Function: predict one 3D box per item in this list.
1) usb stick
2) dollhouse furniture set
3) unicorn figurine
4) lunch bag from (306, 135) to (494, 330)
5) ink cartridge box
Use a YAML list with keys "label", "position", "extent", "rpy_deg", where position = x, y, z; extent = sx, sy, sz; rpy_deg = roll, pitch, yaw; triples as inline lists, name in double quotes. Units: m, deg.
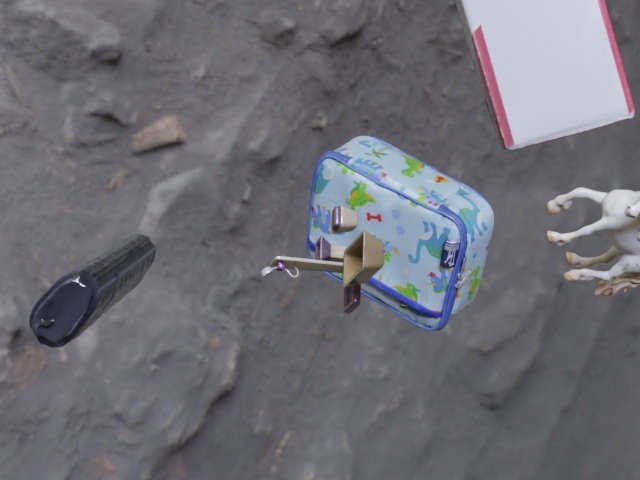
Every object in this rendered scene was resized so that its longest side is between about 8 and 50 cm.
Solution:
- label: "usb stick"
  position: [-0.207, 0.041, 1.108]
  extent: [0.077, 0.045, 0.278]
  rpy_deg: [-53, -178, 8]
- label: "dollhouse furniture set"
  position: [0.000, 0.000, 0.956]
  extent: [0.114, 0.081, 0.091]
  rpy_deg: [130, -36, -69]
- label: "unicorn figurine"
  position: [0.242, -0.009, 0.953]
  extent: [0.162, 0.111, 0.060]
  rpy_deg: [39, 46, -56]
- label: "lunch bag"
  position: [0.088, -0.006, 1.377]
  extent: [0.090, 0.219, 0.176]
  rpy_deg: [-32, 143, -43]
- label: "ink cartridge box"
  position: [0.106, -0.103, 0.594]
  extent: [0.150, 0.063, 0.109]
  rpy_deg: [-28, 101, -82]
